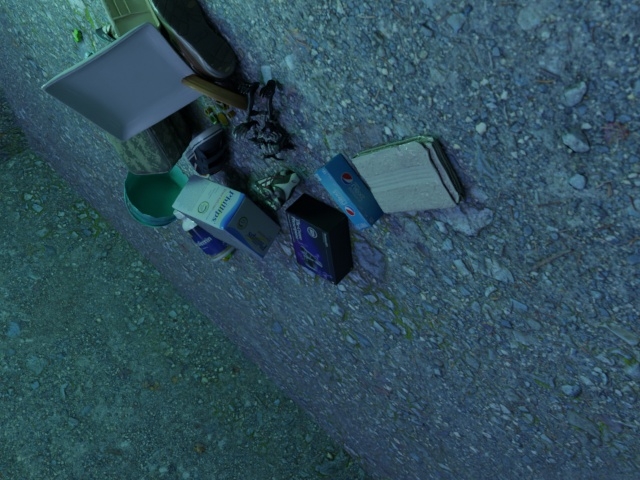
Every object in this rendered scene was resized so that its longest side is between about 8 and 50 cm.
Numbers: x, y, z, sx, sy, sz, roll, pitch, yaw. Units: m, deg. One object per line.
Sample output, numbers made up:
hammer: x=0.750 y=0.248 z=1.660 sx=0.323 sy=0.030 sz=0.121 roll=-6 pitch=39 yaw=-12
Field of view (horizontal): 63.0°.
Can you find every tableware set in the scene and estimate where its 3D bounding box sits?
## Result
tableware set: x=-0.331 y=-0.417 z=1.701 sx=0.154 sy=0.024 sz=0.104 roll=13 pitch=138 yaw=46

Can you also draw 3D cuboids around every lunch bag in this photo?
lunch bag: x=-0.593 y=-0.419 z=1.821 sx=0.212 sy=0.256 sz=0.305 roll=-3 pitch=132 yaw=23

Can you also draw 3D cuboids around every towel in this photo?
towel: x=0.206 y=-0.151 z=1.275 sx=0.282 sy=0.049 sz=0.187 roll=-4 pitch=123 yaw=57

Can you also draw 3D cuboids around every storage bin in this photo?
storage bin: x=-0.552 y=-0.614 z=1.544 sx=0.260 sy=0.123 sz=0.262 roll=62 pitch=165 yaw=17

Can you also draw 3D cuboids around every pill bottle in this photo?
pill bottle: x=-0.469 y=-0.055 z=2.149 sx=0.265 sy=0.153 sz=0.153 roll=51 pitch=153 yaw=-22

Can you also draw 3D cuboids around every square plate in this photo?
square plate: x=-0.541 y=-0.448 z=1.503 sx=0.049 sy=0.344 sz=0.347 roll=65 pitch=-172 yaw=19

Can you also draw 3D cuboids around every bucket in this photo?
bucket: x=-0.711 y=-0.198 z=2.278 sx=0.281 sy=0.281 sz=0.183 roll=47 pitch=156 yaw=-1

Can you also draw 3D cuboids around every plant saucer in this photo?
plant saucer: x=-0.301 y=-0.433 z=1.514 sx=0.200 sy=0.200 sz=0.037 roll=32 pitch=105 yaw=26

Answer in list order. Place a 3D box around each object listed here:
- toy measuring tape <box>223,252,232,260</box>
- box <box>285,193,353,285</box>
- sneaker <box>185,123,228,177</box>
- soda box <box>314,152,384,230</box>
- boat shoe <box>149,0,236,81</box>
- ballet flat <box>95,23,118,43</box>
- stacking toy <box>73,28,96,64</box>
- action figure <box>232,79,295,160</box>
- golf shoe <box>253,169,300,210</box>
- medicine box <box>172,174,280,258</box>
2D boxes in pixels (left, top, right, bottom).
toy measuring tape: x=-0.493 y=-0.009 z=2.347 sx=0.121 sy=0.121 sz=0.330 roll=27 pitch=154 yaw=33
box: x=0.000 y=0.000 z=1.711 sx=0.184 sy=0.103 sz=0.261 roll=26 pitch=146 yaw=29
sneaker: x=-0.382 y=-0.303 z=1.819 sx=0.127 sy=0.126 sz=0.321 roll=56 pitch=162 yaw=-8
soda box: x=0.081 y=-0.132 z=1.449 sx=0.210 sy=0.071 sz=0.067 roll=51 pitch=153 yaw=-9
boat shoe: x=-0.373 y=-0.576 z=1.450 sx=0.324 sy=0.123 sz=0.116 roll=54 pitch=154 yaw=-11
ballet flat: x=-0.707 y=-0.705 z=1.811 sx=0.203 sy=0.074 sz=0.074 roll=42 pitch=153 yaw=22
stacking toy: x=-0.927 y=-0.716 z=2.111 sx=0.167 sy=0.052 sz=0.221 roll=43 pitch=152 yaw=7
action figure: x=-0.168 y=-0.314 z=1.488 sx=0.164 sy=0.141 sz=0.276 roll=19 pitch=142 yaw=23
golf shoe: x=-0.135 y=-0.169 z=1.685 sx=0.105 sy=0.120 sz=0.273 roll=50 pitch=176 yaw=-20
medicine box: x=-0.340 y=-0.086 z=1.917 sx=0.289 sy=0.149 sz=0.263 roll=22 pitch=167 yaw=33
